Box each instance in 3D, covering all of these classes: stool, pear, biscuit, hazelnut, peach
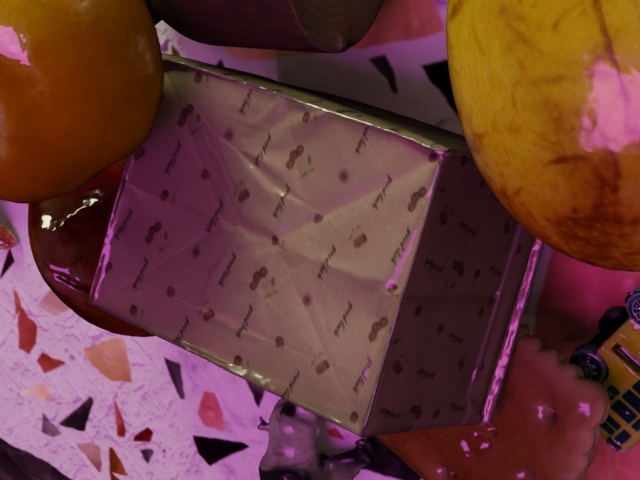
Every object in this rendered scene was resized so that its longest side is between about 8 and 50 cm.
[{"bbox_3d":[-0.095,-0.244,1.114,0.264,0.179,0.179,8,120,30],"label":"stool"},{"bbox_3d":[0.215,-0.123,0.930,0.281,0.281,0.280,16,124,25],"label":"pear"},{"bbox_3d":[0.101,0.124,1.228,0.325,0.044,0.217,40,135,33],"label":"biscuit"},{"bbox_3d":[-0.184,0.001,1.298,0.208,0.208,0.208,16,124,25],"label":"hazelnut"},{"bbox_3d":[-0.237,-0.147,1.065,0.251,0.153,0.251,19,127,28],"label":"peach"}]

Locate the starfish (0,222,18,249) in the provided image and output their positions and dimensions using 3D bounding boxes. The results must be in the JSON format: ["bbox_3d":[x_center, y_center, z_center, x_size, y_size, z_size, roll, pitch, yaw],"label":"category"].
[{"bbox_3d":[-0.373,-0.081,1.489,0.150,0.053,0.209,-1,120,47],"label":"starfish"}]

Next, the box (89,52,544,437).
[{"bbox_3d":[0.000,0.000,1.121,0.297,0.190,0.225,21,100,32],"label":"box"}]

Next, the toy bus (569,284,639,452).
[{"bbox_3d":[0.270,0.089,1.129,0.101,0.088,0.175,42,131,8],"label":"toy bus"}]

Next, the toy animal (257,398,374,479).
[{"bbox_3d":[-0.008,0.258,1.414,0.121,0.094,0.225,14,125,37],"label":"toy animal"}]
